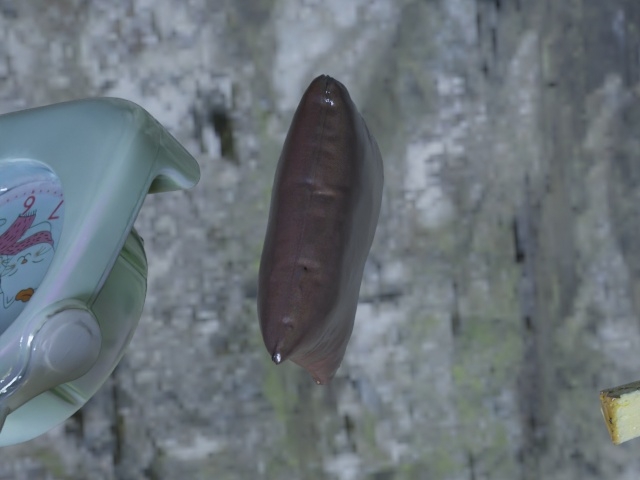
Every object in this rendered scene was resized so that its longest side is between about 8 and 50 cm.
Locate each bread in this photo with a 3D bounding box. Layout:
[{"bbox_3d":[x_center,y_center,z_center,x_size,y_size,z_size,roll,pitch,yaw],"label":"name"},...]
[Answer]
[{"bbox_3d":[0.427,0.231,2.165,0.109,0.084,0.080,44,-152,-86],"label":"bread"}]

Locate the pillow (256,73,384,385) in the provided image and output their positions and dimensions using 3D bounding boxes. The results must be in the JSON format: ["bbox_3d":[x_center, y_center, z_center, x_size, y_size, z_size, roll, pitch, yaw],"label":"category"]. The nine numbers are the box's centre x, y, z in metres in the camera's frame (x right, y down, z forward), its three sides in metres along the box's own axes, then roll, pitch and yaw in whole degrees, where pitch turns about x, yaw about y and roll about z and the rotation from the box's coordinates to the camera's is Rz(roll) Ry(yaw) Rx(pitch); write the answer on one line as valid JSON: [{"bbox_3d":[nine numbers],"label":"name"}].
[{"bbox_3d":[0.000,0.000,1.781,0.308,0.108,0.305,48,-128,-77],"label":"pillow"}]

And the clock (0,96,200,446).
[{"bbox_3d":[-0.254,0.043,1.301,0.108,0.265,0.324,44,-127,-41],"label":"clock"}]
